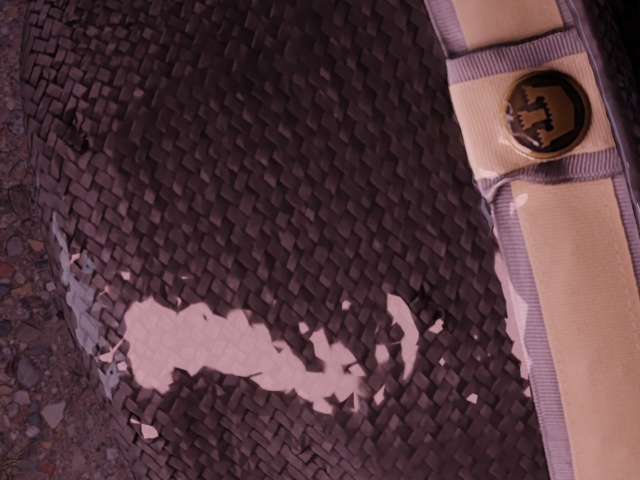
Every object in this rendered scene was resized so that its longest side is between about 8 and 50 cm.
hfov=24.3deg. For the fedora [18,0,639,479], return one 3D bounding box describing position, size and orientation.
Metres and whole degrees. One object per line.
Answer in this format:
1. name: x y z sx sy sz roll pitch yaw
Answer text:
1. fedora: 0.000 0.000 0.467 0.334 0.152 0.334 164 90 -87
